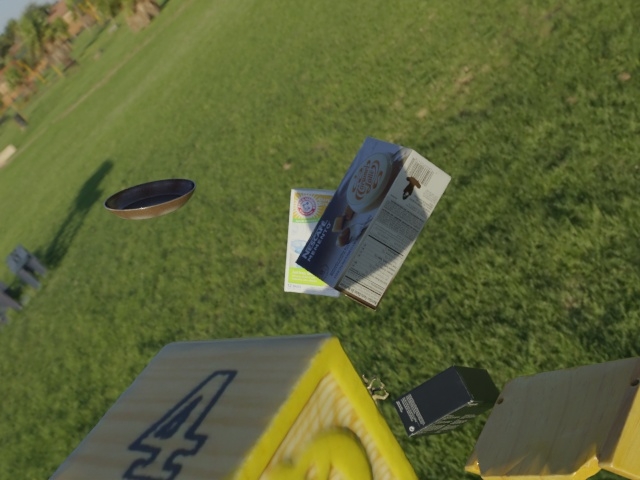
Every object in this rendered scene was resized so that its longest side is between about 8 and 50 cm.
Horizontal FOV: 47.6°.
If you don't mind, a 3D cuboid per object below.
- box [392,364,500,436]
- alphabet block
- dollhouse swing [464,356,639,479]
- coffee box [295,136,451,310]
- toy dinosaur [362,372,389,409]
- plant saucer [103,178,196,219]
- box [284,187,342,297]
[{"bbox_3d":[0.322,0.399,1.803,0.184,0.261,0.103,-33,65,20],"label":"box"},{"bbox_3d":[-0.066,0.206,0.588,0.197,0.192,0.193,-8,33,37],"label":"alphabet block"},{"bbox_3d":[0.524,0.392,1.321,0.315,0.305,0.347,-52,13,-32],"label":"dollhouse swing"},{"bbox_3d":[0.082,-0.031,1.182,0.247,0.098,0.141,-60,31,1],"label":"coffee box"},{"bbox_3d":[0.138,0.425,1.986,0.092,0.183,0.053,-36,13,8],"label":"toy dinosaur"},{"bbox_3d":[-0.361,-0.085,1.555,0.198,0.036,0.198,-8,20,3],"label":"plant saucer"},{"bbox_3d":[0.000,0.000,1.429,0.114,0.203,0.103,6,5,12],"label":"box"}]
